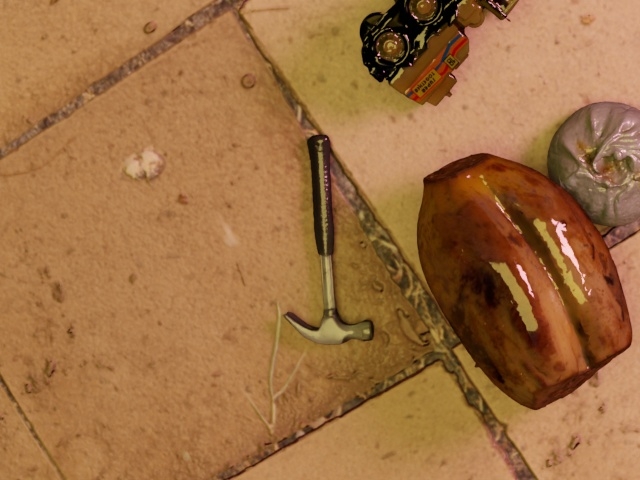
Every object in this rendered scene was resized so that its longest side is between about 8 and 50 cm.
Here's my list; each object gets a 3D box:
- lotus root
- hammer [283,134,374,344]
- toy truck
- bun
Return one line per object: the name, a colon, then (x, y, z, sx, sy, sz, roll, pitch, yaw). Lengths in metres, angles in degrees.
lotus root: (0.222, 0.033, 1.801, 0.193, 0.193, 0.291, -33, 86, 14)
hammer: (0.000, 0.000, 1.926, 0.103, 0.029, 0.246, -5, 96, 11)
toy truck: (0.155, -0.273, 1.811, 0.127, 0.127, 0.257, 34, 103, -10)
bun: (0.319, -0.084, 1.821, 0.140, 0.083, 0.141, 2, 100, 13)
